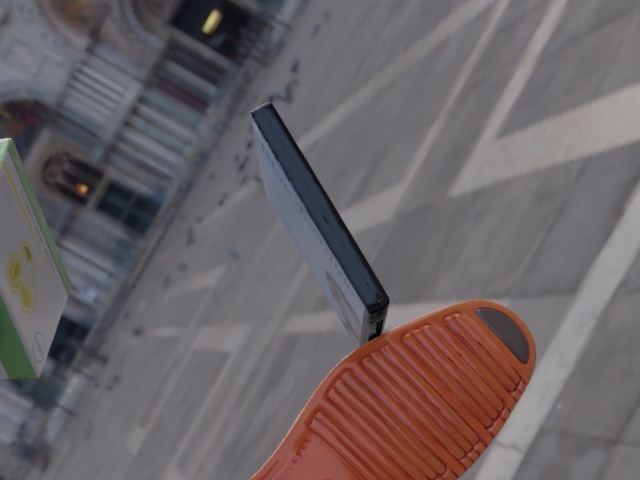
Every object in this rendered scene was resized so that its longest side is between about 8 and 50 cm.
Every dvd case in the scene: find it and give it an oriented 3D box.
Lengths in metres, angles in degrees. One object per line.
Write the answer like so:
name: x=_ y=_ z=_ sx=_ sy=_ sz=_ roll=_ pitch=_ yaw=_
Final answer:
dvd case: x=0.000 y=0.000 z=1.159 sx=0.022 sy=0.180 sz=0.253 roll=-29 pitch=-11 yaw=-6

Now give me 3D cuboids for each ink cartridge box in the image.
ink cartridge box: x=-0.276 y=0.054 z=1.128 sx=0.235 sy=0.056 sz=0.171 roll=-83 pitch=-16 yaw=-50

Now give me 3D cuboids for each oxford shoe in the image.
oxford shoe: x=0.024 y=0.184 z=1.145 sx=0.364 sy=0.130 sz=0.133 roll=-39 pitch=-10 yaw=-10
